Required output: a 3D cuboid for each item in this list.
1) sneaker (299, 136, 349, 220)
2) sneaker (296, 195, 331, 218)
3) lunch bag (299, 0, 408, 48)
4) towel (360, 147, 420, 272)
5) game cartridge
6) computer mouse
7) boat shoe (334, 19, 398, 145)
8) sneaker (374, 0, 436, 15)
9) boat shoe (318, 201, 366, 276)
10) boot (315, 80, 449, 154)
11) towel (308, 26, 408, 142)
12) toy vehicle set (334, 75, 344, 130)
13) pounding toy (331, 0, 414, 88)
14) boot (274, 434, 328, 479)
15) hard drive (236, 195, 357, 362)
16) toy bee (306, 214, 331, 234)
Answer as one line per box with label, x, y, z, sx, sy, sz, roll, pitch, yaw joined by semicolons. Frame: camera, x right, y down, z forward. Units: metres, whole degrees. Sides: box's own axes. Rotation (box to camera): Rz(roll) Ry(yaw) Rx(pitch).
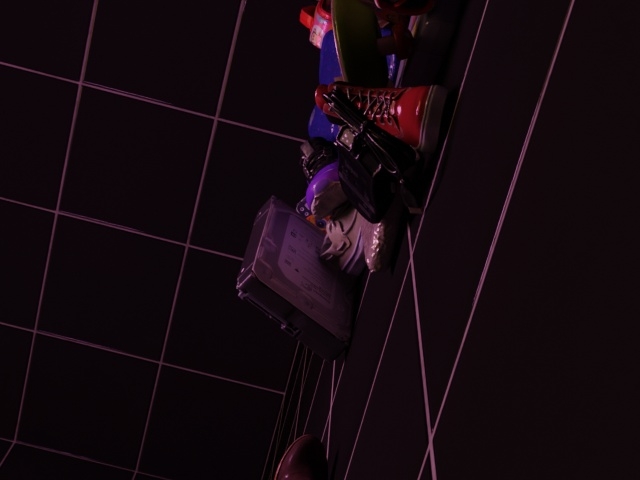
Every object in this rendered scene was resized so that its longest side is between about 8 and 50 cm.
sneaker;0.005;-0.128;2.090;0.102;0.146;0.293;-36;-4;11
sneaker;0.000;0.000;2.637;0.099;0.153;0.282;110;174;-75
lunch bag;0.078;-0.525;2.674;0.293;0.258;0.120;-81;5;-63
towel;0.108;-0.067;1.741;0.282;0.049;0.187;-88;11;-75
game cartridge;0.173;-0.333;1.756;0.294;0.060;0.196;110;170;-70
computer mouse;0.090;-0.091;1.501;0.060;0.184;0.262;-36;-30;-13
boat shoe;0.119;-0.282;2.227;0.116;0.123;0.324;24;104;58
sneaker;0.075;-0.422;1.543;0.090;0.270;0.145;-24;53;34
boat shoe;0.057;-0.015;2.059;0.302;0.094;0.109;108;176;-62
boot;0.079;-0.181;1.516;0.244;0.176;0.088;-178;104;-86
towel;0.087;-0.291;2.100;0.308;0.076;0.228;18;100;61
toy vehicle set;0.053;-0.182;1.885;0.267;0.035;0.166;-89;-9;-73
pounding toy;0.098;-0.275;1.695;0.183;0.110;0.237;-89;-16;-46
boot;-0.008;0.388;1.652;0.207;0.090;0.248;130;158;-57
hard drive;-0.037;0.066;2.149;0.064;0.237;0.339;-47;14;25
toy bee;0.002;0.014;2.443;0.298;0.162;0.195;-79;2;-47
